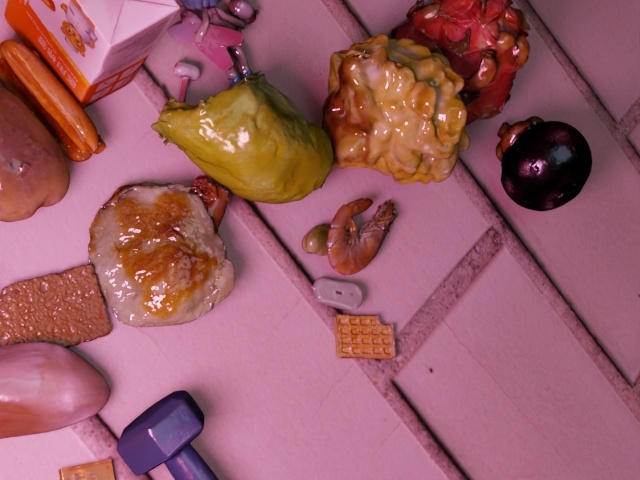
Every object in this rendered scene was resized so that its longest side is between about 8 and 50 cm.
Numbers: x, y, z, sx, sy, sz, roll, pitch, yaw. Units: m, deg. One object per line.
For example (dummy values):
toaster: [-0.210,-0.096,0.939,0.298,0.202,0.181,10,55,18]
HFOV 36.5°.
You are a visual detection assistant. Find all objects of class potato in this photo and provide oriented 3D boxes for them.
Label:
potato: [-0.547,-0.157,1.588,0.296,0.141,0.191,43,56,-10]

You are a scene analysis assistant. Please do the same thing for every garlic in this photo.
garlic: [-0.485,0.241,1.525,0.318,0.112,0.143,-8,99,-23]

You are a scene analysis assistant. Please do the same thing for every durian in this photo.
durian: [-0.117,-0.193,1.819,0.340,0.204,0.256,42,47,-14]

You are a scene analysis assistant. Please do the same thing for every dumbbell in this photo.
dumbbell: [-0.196,0.414,1.619,0.325,0.160,0.144,55,28,-4]

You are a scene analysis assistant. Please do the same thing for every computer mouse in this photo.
computer mouse: [0.029,0.106,1.913,0.110,0.032,0.056,13,67,-16]

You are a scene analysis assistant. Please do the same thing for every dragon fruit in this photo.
dragon fruit: [0.329,-0.411,2.110,0.314,0.263,0.296,-18,85,-34]

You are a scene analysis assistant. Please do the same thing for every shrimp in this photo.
shrimp: [0.083,-0.028,1.965,0.236,0.053,0.133,-46,110,-35]

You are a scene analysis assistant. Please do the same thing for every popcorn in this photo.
popcorn: [0.160,-0.258,1.950,0.312,0.312,0.312,9,71,-28]

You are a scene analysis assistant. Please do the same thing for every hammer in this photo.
hammer: [-0.261,-0.302,1.868,0.052,0.031,0.083,12,76,-24]

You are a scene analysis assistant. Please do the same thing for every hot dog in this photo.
hot dog: [-0.469,-0.244,1.682,0.249,0.100,0.068,51,53,-4]

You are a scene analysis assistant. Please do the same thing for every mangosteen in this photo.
mangosteen: [0.488,-0.190,2.190,0.211,0.211,0.250,-12,52,-33]

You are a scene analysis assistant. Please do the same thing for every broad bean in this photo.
broad bean: [0.000,0.000,1.922,0.083,0.045,0.063,-10,84,-40]

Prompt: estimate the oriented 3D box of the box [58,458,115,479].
box: [-0.371,0.441,1.578,0.089,0.022,0.156,-3,77,-32]

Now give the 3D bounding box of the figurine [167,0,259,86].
figurine: [-0.188,-0.438,1.908,0.205,0.103,0.260,-32,102,-32]

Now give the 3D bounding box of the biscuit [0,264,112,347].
biscuit: [-0.473,0.128,1.611,0.237,0.026,0.131,-16,84,-32]

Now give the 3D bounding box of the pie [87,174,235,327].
pie: [-0.282,0.017,1.727,0.257,0.105,0.274,-1,73,-16]

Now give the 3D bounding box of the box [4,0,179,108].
box: [-0.394,-0.380,1.627,0.143,0.341,0.225,-38,95,-25]

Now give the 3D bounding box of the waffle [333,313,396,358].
waffle: [0.089,0.191,1.928,0.135,0.021,0.092,2,74,-30]
